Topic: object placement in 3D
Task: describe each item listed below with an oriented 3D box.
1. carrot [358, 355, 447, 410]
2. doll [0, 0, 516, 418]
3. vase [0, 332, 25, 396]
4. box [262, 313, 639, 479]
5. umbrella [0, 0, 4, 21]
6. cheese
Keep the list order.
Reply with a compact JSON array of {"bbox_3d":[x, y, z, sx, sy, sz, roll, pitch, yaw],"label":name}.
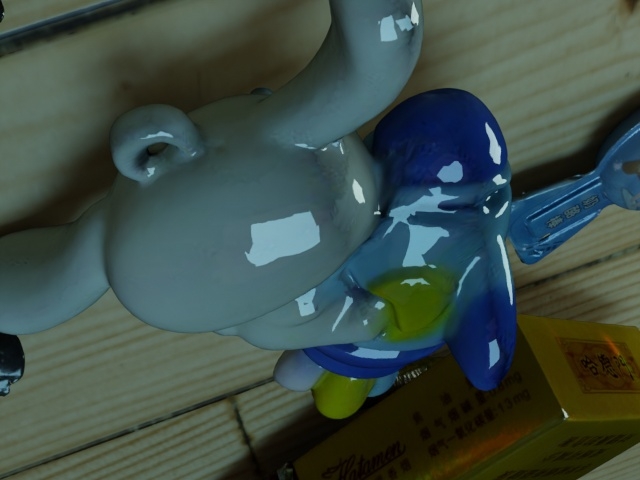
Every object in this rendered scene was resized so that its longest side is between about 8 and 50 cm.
[{"bbox_3d":[0.081,0.136,1.164,0.170,0.042,0.042,-9,144,-24],"label":"carrot"},{"bbox_3d":[0.001,-0.008,0.812,0.376,0.187,0.365,-15,149,41],"label":"doll"},{"bbox_3d":[-0.285,0.087,0.820,0.120,0.120,0.183,-39,158,22],"label":"vase"},{"bbox_3d":[0.124,0.230,1.203,0.415,0.116,0.264,-39,153,30],"label":"box"},{"bbox_3d":[-0.226,-0.094,0.664,0.133,0.031,0.036,-36,143,20],"label":"umbrella"},{"bbox_3d":[0.263,-0.059,0.987,0.244,0.052,0.135,-30,146,10],"label":"cheese"}]
